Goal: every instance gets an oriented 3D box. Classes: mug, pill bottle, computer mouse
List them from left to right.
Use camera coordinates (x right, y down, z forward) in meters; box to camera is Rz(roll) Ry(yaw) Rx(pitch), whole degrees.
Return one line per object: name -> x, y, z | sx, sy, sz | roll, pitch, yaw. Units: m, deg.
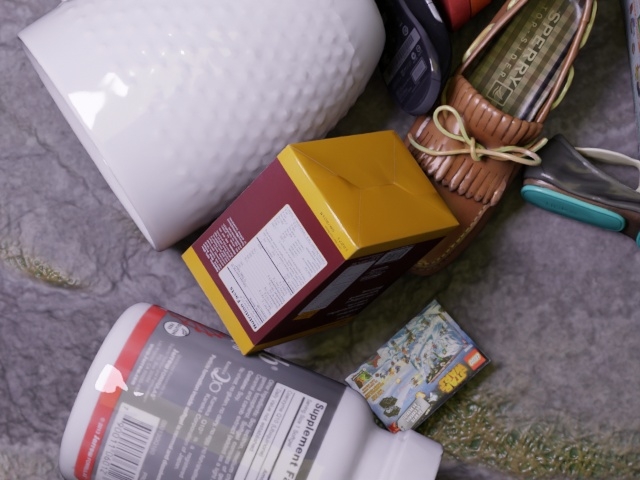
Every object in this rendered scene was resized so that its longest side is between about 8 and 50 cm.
mug -> -0.136, -0.224, 1.615 | 0.328, 0.276, 0.374 | -33, 65, -8
pill bottle -> -0.071, 0.224, 1.573 | 0.362, 0.210, 0.210 | 23, 83, 3
computer mouse -> 0.102, -0.277, 1.638 | 0.060, 0.184, 0.262 | -7, 55, -32

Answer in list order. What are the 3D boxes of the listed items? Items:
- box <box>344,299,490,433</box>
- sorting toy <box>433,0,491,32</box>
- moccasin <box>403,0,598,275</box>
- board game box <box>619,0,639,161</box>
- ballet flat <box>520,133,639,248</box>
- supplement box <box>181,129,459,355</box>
box -> 0.108, 0.145, 1.671 | 0.137, 0.027, 0.094 | -41, 82, -4
sorting toy -> 0.153, -0.424, 1.678 | 0.126, 0.127, 0.366 | -15, 91, -1
moccasin -> 0.189, -0.133, 1.642 | 0.139, 0.147, 0.380 | 37, 89, 3
board game box -> 0.393, -0.214, 1.575 | 0.097, 0.303, 0.224 | -5, 83, 0
ballet flat -> 0.360, -0.037, 1.661 | 0.280, 0.095, 0.096 | 28, 75, 4
supplement box -> 0.000, 0.000, 1.564 | 0.194, 0.191, 0.129 | -43, 72, 33
